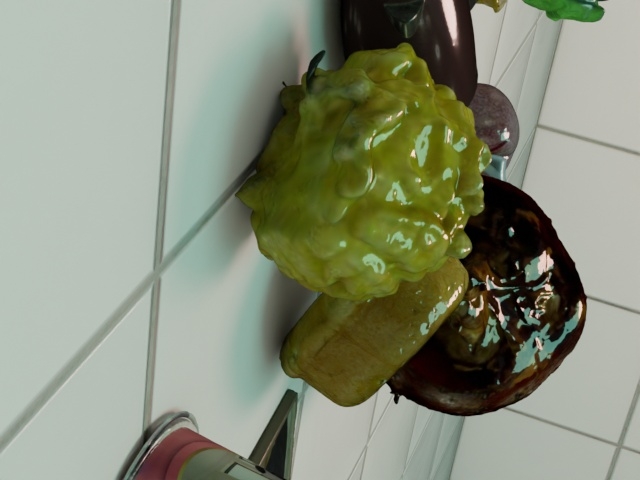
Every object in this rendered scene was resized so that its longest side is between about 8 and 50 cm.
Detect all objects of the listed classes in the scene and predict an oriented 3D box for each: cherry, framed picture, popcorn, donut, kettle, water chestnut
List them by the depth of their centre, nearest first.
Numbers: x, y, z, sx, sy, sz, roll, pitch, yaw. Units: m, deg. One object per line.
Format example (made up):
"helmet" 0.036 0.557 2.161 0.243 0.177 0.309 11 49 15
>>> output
"popcorn" 0.035 -0.067 1.206 0.225 0.249 0.249 35 70 -45
"kettle" 0.092 -0.253 1.336 0.232 0.144 0.202 77 13 -60
"donut" 0.058 0.090 1.479 0.208 0.128 0.261 -46 176 -29
"framed picture" -0.077 0.342 1.650 0.192 0.018 0.265 -60 162 -45
"water chestnut" 0.190 0.067 1.694 0.347 0.335 0.335 126 -16 -79
"cherry" 0.243 -0.174 2.035 0.176 0.140 0.176 -175 -90 -83

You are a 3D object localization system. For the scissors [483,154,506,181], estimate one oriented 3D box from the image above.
"scissors" 0.156 -0.016 1.923 0.029 0.191 0.360 -26 150 -49

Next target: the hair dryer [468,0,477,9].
"hair dryer" 0.171 -0.386 1.639 0.124 0.071 0.219 -51 148 -57

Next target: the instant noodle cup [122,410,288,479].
"instant noodle cup" -0.059 0.311 1.173 0.244 0.255 0.244 20 90 -76

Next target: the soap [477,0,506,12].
"soap" 0.253 -0.494 1.769 0.315 0.091 0.199 93 20 -49

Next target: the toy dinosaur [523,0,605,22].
"toy dinosaur" 0.297 -0.364 1.408 0.500 0.374 0.144 -5 -116 58
